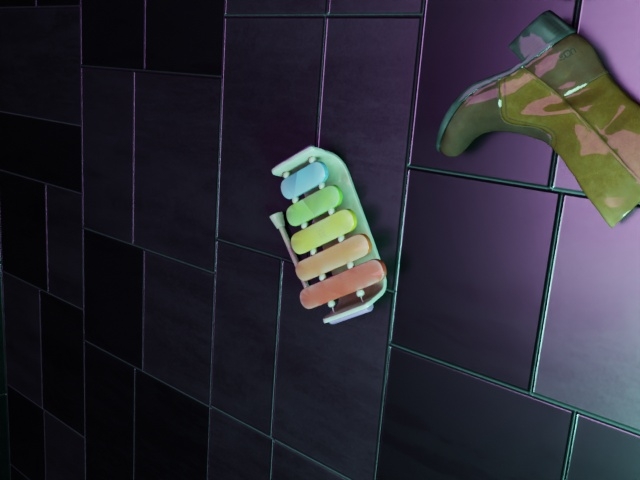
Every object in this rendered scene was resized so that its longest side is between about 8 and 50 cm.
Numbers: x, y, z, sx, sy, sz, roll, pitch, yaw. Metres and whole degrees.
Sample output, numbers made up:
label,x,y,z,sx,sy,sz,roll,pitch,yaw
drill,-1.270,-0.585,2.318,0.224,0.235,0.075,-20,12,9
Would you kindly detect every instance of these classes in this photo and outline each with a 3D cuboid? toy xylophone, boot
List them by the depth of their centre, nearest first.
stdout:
label,x,y,z,sx,sy,sz,roll,pitch,yaw
boot,0.330,-0.135,0.949,0.264,0.096,0.280,-45,77,28
toy xylophone,0.000,0.000,1.231,0.236,0.081,0.323,-35,75,39
